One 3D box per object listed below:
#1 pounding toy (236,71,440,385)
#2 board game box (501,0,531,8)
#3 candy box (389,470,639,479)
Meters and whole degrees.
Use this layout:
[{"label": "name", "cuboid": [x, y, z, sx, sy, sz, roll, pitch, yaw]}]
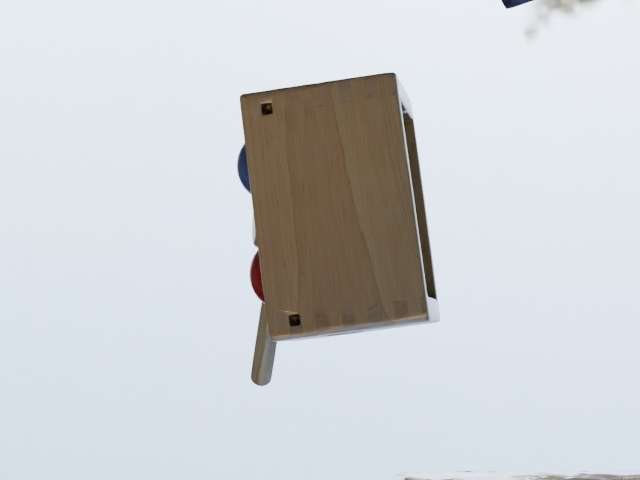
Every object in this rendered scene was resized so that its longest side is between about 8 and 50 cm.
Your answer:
[{"label": "pounding toy", "cuboid": [0.000, 0.000, 0.938, 0.100, 0.130, 0.141, -8, 177, 5]}, {"label": "board game box", "cuboid": [0.065, -0.244, 0.858, 0.042, 0.243, 0.165, -15, -153, 32]}, {"label": "candy box", "cuboid": [0.155, 0.204, 1.388, 0.233, 0.071, 0.159, -2, -178, 11]}]
